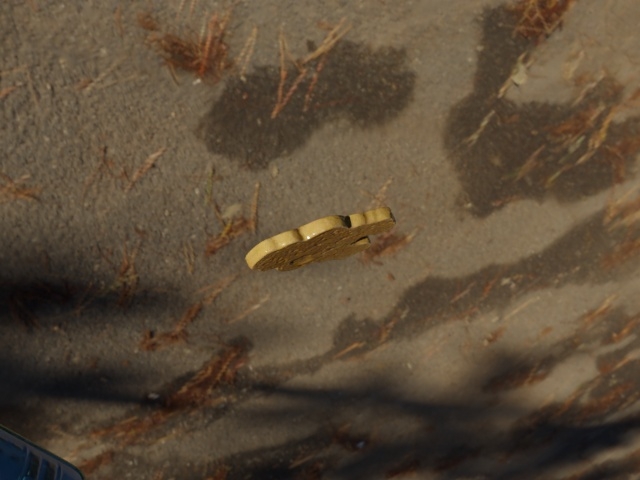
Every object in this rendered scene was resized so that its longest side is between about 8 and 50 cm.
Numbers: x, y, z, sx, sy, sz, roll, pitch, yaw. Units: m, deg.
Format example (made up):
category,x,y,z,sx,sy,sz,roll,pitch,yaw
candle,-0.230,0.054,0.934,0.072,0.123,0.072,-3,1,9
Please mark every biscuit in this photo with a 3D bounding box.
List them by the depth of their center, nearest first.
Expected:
category,x,y,z,sx,sy,sz,roll,pitch,yaw
biscuit,-0.002,0.002,1.127,0.236,0.040,0.144,-8,152,-37

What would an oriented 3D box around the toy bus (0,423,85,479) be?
category,x,y,z,sx,sy,sz,roll,pitch,yaw
toy bus,-0.530,0.387,1.201,0.199,0.184,0.343,-14,139,25
